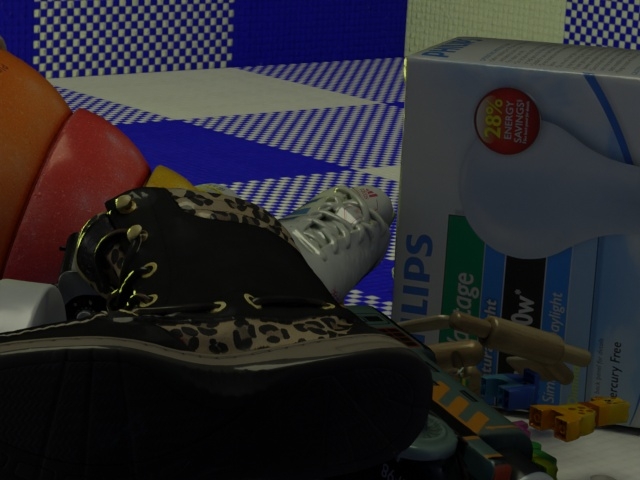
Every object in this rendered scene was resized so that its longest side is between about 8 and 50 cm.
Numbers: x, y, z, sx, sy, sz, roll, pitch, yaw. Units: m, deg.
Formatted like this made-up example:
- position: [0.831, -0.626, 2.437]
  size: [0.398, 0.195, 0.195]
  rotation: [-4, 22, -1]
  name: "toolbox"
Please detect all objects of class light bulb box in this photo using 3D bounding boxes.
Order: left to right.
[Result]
- position: [0.272, -0.014, 1.991]
  size: [0.361, 0.358, 0.225]
  rotation: [6, 12, 17]
  name: "light bulb box"

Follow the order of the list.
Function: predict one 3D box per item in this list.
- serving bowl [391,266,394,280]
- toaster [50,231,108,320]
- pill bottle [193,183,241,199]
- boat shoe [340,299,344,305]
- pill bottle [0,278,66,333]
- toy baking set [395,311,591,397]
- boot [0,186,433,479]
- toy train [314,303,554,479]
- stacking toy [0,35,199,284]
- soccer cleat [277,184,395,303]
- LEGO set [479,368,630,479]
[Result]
- position: [0.129, 0.051, 2.401]
  size: [0.083, 0.027, 0.083]
  rotation: [2, 13, -1]
  name: "serving bowl"
- position: [-0.203, 0.089, 1.867]
  size: [0.110, 0.168, 0.186]
  rotation: [5, 14, -5]
  name: "toaster"
- position: [-0.186, 0.001, 2.346]
  size: [0.117, 0.117, 0.215]
  rotation: [12, 15, 34]
  name: "pill bottle"
- position: [-0.117, 0.029, 2.221]
  size: [0.302, 0.109, 0.098]
  rotation: [19, 2, 2]
  name: "boat shoe"
- position: [-0.424, 0.106, 1.593]
  size: [0.407, 0.229, 0.229]
  rotation: [4, 13, 5]
  name: "pill bottle"
- position: [0.122, 0.115, 1.835]
  size: [0.256, 0.030, 0.197]
  rotation: [19, -32, -35]
  name: "toy baking set"
- position: [-0.135, 0.070, 1.479]
  size: [0.377, 0.138, 0.284]
  rotation: [-4, 28, -21]
  name: "boot"
- position: [0.053, 0.156, 1.628]
  size: [0.190, 0.142, 0.334]
  rotation: [-2, 24, -38]
  name: "toy train"
- position: [-0.227, 0.015, 2.057]
  size: [0.480, 0.351, 0.350]
  rotation: [22, 14, 1]
  name: "stacking toy"
- position: [0.000, 0.000, 1.887]
  size: [0.116, 0.143, 0.331]
  rotation: [47, 9, 1]
  name: "soccer cleat"
- position: [0.223, 0.173, 1.773]
  size: [0.093, 0.087, 0.227]
  rotation: [-5, 16, -29]
  name: "LEGO set"
